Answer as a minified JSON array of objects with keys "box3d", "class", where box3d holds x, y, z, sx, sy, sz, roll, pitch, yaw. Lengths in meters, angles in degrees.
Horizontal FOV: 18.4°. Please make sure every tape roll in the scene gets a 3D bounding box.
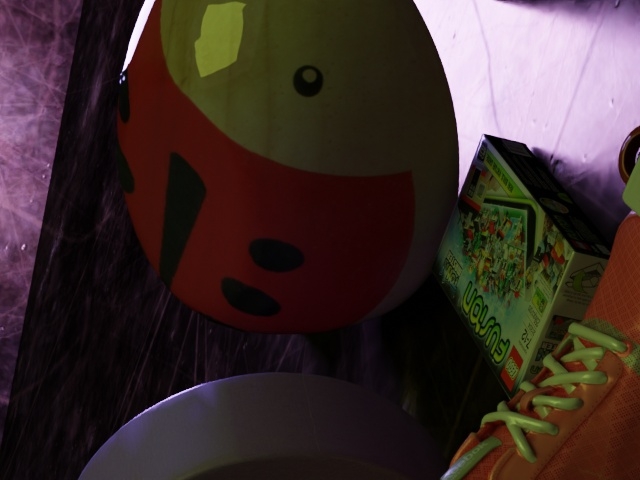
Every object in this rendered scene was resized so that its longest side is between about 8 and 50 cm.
[{"box3d":[-0.034,0.223,1.316,0.090,0.274,0.275,-105,33,-56],"class":"tape roll"}]

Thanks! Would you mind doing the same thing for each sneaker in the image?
[{"box3d":[0.140,0.120,1.096,0.116,0.136,0.314,-162,86,-71],"class":"sneaker"}]

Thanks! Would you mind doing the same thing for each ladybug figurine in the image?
[{"box3d":[-0.045,-0.066,1.514,0.305,0.162,0.449,45,153,19],"class":"ladybug figurine"}]

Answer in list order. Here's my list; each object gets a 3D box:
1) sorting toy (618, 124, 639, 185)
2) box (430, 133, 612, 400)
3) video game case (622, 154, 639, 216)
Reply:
[{"box3d":[0.218,-0.068,1.167,0.102,0.042,0.061,-49,46,32],"class":"sorting toy"},{"box3d":[0.135,0.018,1.342,0.207,0.036,0.114,-118,44,-63],"class":"box"},{"box3d":[0.252,-0.063,0.969,0.206,0.026,0.227,50,128,46],"class":"video game case"}]
